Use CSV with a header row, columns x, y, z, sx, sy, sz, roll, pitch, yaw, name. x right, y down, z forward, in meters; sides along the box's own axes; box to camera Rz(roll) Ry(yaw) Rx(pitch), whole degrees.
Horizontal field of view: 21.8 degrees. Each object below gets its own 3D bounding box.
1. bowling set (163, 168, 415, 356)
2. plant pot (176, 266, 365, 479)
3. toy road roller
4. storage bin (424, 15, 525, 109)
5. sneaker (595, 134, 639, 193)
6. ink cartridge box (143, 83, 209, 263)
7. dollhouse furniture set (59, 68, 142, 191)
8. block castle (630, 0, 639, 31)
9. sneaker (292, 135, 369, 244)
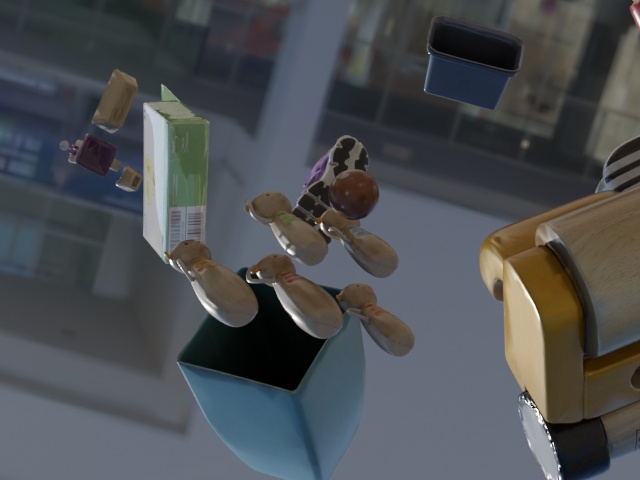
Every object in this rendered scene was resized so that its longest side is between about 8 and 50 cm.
x,y,z,sx,sy,sz,roll,pitch,yaw,name
0.000,0.000,1.810,0.287,0.200,0.154,16,-164,-35,bowling set
-0.042,0.186,2.036,0.165,0.234,0.166,12,-132,27,plant pot
0.239,0.037,1.431,0.202,0.330,0.241,-21,-127,-8,toy road roller
0.208,-0.247,2.327,0.135,0.091,0.098,16,-135,-1,storage bin
0.379,-0.091,1.691,0.228,0.086,0.132,-19,171,-9,sneaker
-0.188,-0.085,1.996,0.056,0.171,0.235,-4,-163,-20,ink cartridge box
-0.232,-0.125,1.822,0.091,0.114,0.081,27,174,-40,dollhouse furniture set
0.567,-0.406,2.019,0.213,0.453,0.303,56,-165,2,block castle
0.003,-0.051,2.048,0.068,0.170,0.071,41,150,-15,sneaker
